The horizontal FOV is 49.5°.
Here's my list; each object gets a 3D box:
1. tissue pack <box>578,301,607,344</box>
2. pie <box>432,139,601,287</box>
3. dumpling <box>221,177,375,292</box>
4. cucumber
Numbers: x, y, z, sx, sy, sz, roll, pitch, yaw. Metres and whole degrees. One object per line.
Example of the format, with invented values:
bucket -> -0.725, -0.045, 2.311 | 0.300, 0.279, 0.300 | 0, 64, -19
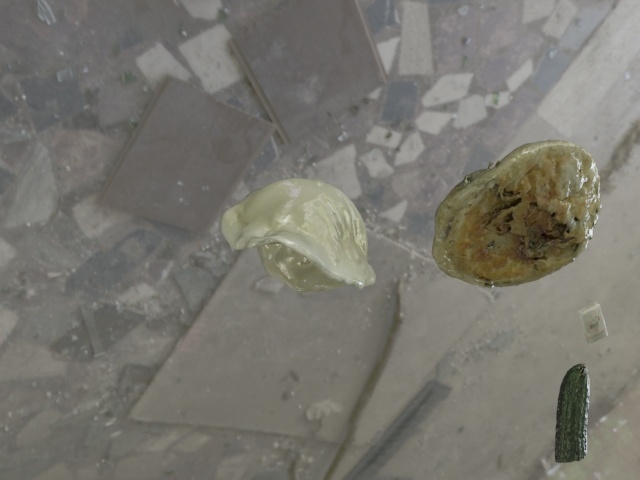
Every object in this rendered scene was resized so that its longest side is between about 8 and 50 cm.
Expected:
tissue pack -> 0.691, 0.210, 1.760 | 0.056, 0.023, 0.108 | -28, 118, -1
pie -> 0.362, -0.038, 1.271 | 0.339, 0.077, 0.339 | -10, 128, -13
dumpling -> 0.000, 0.000, 1.200 | 0.318, 0.243, 0.187 | 18, 99, -31
cucumber -> 0.617, 0.429, 1.705 | 0.077, 0.077, 0.265 | -6, 100, -28
